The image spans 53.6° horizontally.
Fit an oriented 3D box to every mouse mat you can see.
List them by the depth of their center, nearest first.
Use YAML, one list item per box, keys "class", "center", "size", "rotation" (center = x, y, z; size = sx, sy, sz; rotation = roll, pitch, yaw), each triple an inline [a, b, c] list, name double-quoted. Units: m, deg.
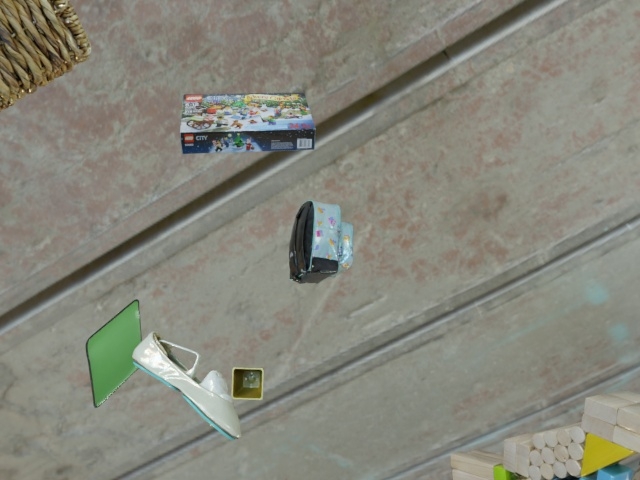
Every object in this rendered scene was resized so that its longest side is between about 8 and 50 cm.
- class: "mouse mat"
  center: [-0.408, 0.226, 1.267]
  size: [0.007, 0.152, 0.190]
  rotation: [18, 125, 18]

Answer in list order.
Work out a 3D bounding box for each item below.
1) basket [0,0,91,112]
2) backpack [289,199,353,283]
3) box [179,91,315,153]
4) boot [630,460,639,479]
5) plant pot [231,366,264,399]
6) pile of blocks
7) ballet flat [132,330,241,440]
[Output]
- class: "basket"
  center: [-0.460, -0.300, 0.740]
  size: [0.223, 0.213, 0.299]
  rotation: [-44, 132, -24]
- class: "backpack"
  center: [0.000, 0.000, 1.530]
  size: [0.144, 0.189, 0.166]
  rotation: [1, 163, -20]
- class: "box"
  center: [-0.134, -0.217, 1.153]
  size: [0.233, 0.159, 0.044]
  rotation: [-3, 127, -8]
- class: "boot"
  center: [0.364, 0.153, 0.425]
  size: [0.377, 0.284, 0.138]
  rotation: [49, 152, -16]
- class: "plant pot"
  center: [-0.188, 0.372, 1.671]
  size: [0.081, 0.081, 0.083]
  rotation: [2, 176, 0]
- class: "pile of blocks"
  center: [0.326, 0.308, 0.836]
  size: [0.112, 0.149, 0.362]
  rotation: [0, 150, -33]
- class: "ballet flat"
  center: [-0.218, 0.241, 1.091]
  size: [0.248, 0.086, 0.086]
  rotation: [33, 128, 16]
